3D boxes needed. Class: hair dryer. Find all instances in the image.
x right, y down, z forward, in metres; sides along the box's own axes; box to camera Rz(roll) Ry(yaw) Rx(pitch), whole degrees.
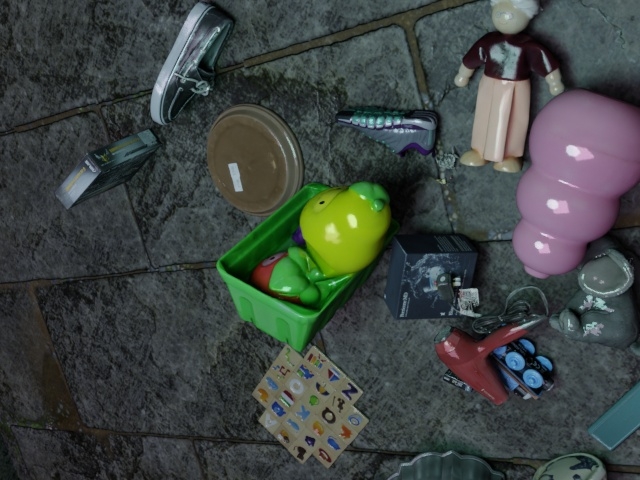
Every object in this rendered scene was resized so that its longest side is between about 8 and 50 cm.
[{"bbox_3d":[0.330,0.209,1.506,0.223,0.080,0.294,10,126,31],"label":"hair dryer"}]

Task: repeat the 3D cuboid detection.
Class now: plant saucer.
[{"bbox_3d":[0.618,0.351,1.529,0.067,0.018,0.192,40,126,13],"label":"plant saucer"},{"bbox_3d":[-0.164,-0.183,1.797,0.277,0.041,0.278,13,117,28],"label":"plant saucer"}]

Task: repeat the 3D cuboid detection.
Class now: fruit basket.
[{"bbox_3d":[0.000,0.000,1.560,0.282,0.392,0.392,27,122,21],"label":"fruit basket"}]

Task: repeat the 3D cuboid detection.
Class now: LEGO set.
[{"bbox_3d":[0.257,-0.149,1.549,0.054,0.023,0.083,7,113,30],"label":"LEGO set"}]

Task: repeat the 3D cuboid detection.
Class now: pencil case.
[{"bbox_3d":[0.573,0.650,1.590,0.183,0.160,0.411,-12,102,44],"label":"pencil case"}]

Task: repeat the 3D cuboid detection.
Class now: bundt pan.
[{"bbox_3d":[0.289,0.651,1.729,0.330,0.124,0.331,3,107,10],"label":"bundt pan"}]

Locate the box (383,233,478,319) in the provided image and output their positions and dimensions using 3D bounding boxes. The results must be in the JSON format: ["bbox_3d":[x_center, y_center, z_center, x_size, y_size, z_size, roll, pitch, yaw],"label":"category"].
[{"bbox_3d":[0.224,0.075,1.570,0.158,0.093,0.156,-1,117,-13],"label":"box"}]

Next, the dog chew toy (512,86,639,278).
[{"bbox_3d":[0.436,-0.090,1.324,0.206,0.206,0.332,25,110,22],"label":"dog chew toy"}]

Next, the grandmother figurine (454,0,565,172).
[{"bbox_3d":[0.342,-0.300,1.388,0.207,0.104,0.343,9,117,20],"label":"grandmother figurine"}]

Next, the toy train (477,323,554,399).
[{"bbox_3d":[0.399,0.255,1.594,0.184,0.080,0.105,43,134,11],"label":"toy train"}]

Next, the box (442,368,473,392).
[{"bbox_3d":[0.313,0.292,1.658,0.067,0.083,0.018,23,119,22],"label":"box"}]

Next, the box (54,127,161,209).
[{"bbox_3d":[-0.529,-0.182,1.911,0.183,0.231,0.056,-36,91,38],"label":"box"}]

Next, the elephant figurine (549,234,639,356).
[{"bbox_3d":[0.520,0.065,1.400,0.185,0.169,0.240,11,101,-2],"label":"elephant figurine"}]

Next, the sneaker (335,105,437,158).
[{"bbox_3d":[0.131,-0.218,1.568,0.223,0.083,0.098,10,119,29],"label":"sneaker"}]

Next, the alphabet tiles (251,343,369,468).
[{"bbox_3d":[-0.032,0.433,1.984,0.285,0.011,0.343,41,126,11],"label":"alphabet tiles"}]

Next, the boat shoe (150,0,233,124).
[{"bbox_3d":[-0.289,-0.386,1.751,0.105,0.113,0.306,34,109,9],"label":"boat shoe"}]
